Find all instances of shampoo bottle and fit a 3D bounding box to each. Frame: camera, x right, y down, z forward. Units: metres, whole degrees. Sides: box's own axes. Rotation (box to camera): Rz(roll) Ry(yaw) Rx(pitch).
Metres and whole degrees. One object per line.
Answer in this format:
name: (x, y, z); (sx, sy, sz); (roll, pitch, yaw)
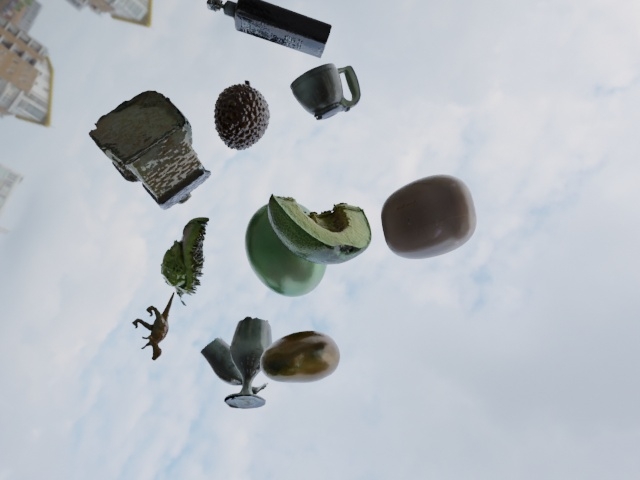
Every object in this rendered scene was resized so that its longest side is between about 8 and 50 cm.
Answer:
shampoo bottle: (-0.131, -0.554, 1.257); (0.098, 0.310, 0.071); (180, -74, -82)

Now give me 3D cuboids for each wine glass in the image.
wine glass: (-0.274, 0.402, 1.553); (0.103, 0.222, 0.103); (-43, 177, -3)
wine glass: (-0.202, 0.346, 1.417); (0.127, 0.126, 0.241); (-23, -132, 31)

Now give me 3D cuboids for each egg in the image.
egg: (-0.089, 0.023, 1.344); (0.221, 0.269, 0.220); (-22, -171, 4)

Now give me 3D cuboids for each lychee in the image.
lychee: (-0.253, -0.410, 1.614); (0.200, 0.200, 0.238); (-2, -109, 42)

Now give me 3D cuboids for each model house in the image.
model house: (-0.488, -0.249, 1.491); (0.243, 0.284, 0.298); (-37, -129, -15)

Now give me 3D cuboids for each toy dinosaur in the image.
toy dinosaur: (-0.422, 0.228, 1.336); (0.162, 0.126, 0.039); (-37, 171, -33)

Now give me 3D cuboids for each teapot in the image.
teapot: (0.012, -0.325, 1.106); (0.111, 0.108, 0.149); (-22, -175, 38)

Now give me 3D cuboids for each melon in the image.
melon: (0.000, 0.000, 1.144); (0.129, 0.265, 0.169); (-58, -136, 30)

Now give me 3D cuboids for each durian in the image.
durian: (-0.380, 0.078, 1.392); (0.375, 0.132, 0.106); (-61, -178, 40)

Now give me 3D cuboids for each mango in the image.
mango: (-0.039, 0.204, 0.866); (0.111, 0.163, 0.089); (-14, -103, 53)

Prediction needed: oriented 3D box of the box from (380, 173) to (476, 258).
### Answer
box: (0.194, -0.041, 0.915); (0.200, 0.088, 0.145); (-20, -103, 55)
